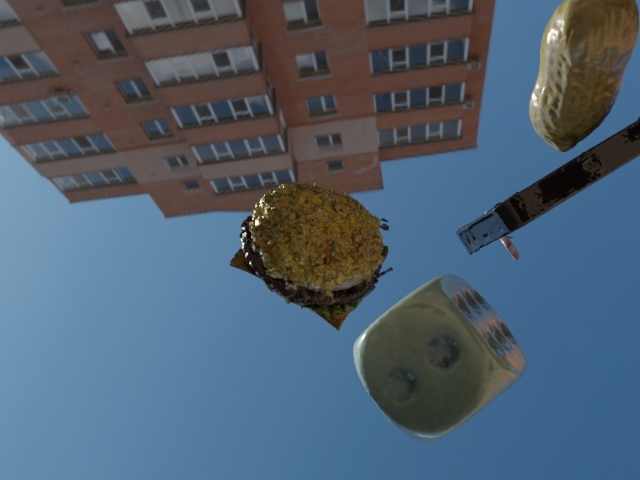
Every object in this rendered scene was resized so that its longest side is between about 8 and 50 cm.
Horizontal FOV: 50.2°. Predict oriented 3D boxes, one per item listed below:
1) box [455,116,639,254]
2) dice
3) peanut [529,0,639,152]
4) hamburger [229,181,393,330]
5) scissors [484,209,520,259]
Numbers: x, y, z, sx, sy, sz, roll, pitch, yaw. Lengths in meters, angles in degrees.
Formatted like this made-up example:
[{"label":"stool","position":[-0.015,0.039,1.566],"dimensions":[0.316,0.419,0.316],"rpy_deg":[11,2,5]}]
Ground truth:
[{"label":"box","position":[0.409,-0.096,1.171],"dimensions":[0.350,0.211,0.058],"rpy_deg":[-30,-94,-16]},{"label":"dice","position":[0.251,0.244,1.440],"dimensions":[0.262,0.268,0.264],"rpy_deg":[-43,-107,21]},{"label":"peanut","position":[0.438,-0.287,1.162],"dimensions":[0.152,0.313,0.152],"rpy_deg":[-3,-131,3]},{"label":"hamburger","position":[0.000,0.000,1.076],"dimensions":[0.243,0.138,0.261],"rpy_deg":[29,-139,5]},{"label":"scissors","position":[0.374,-0.005,1.374],"dimensions":[0.021,0.212,0.110],"rpy_deg":[-33,-105,16]}]
